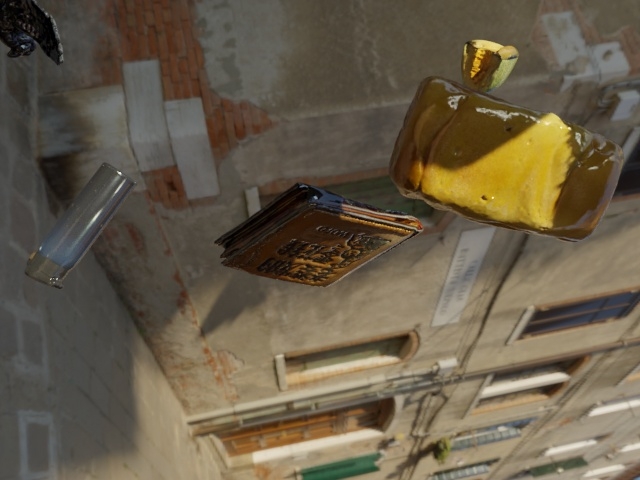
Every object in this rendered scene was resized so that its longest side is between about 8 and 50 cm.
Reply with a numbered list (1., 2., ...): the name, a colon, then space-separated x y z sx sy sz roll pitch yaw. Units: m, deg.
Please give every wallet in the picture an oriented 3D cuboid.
1. wallet: 0.000 0.003 0.655 0.161 0.196 0.042 -30 -121 37

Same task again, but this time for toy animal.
1. toy animal: -0.316 -0.239 0.574 0.220 0.062 0.108 36 -22 37

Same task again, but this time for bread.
1. bread: 0.244 -0.102 0.770 0.132 0.295 0.166 -88 -163 -73

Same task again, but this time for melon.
1. melon: 0.379 -0.381 1.278 0.160 0.079 0.128 -120 -140 -54

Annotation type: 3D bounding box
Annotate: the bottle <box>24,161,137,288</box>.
1. bottle: -0.437 -0.027 1.031 0.244 0.082 0.072 -57 166 -9
